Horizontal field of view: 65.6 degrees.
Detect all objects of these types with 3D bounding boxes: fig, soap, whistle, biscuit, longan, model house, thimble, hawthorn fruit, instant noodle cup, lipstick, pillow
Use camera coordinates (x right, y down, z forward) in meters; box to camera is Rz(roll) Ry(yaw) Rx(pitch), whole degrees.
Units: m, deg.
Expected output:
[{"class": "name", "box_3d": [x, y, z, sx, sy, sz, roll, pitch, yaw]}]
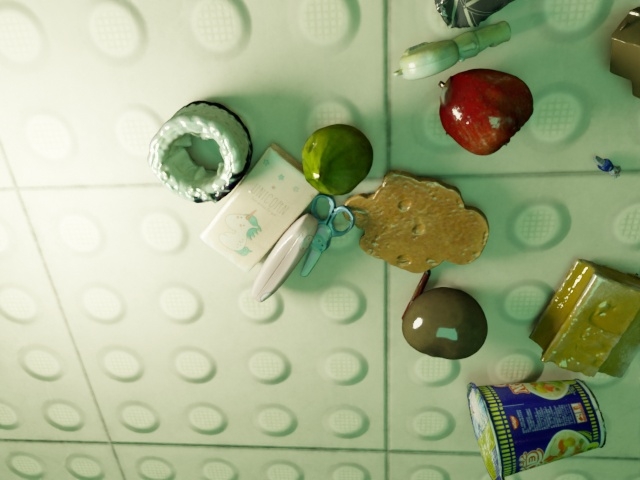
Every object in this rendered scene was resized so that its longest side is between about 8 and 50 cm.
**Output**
[{"class": "fig", "box_3d": [0.020, -0.184, 1.139, 0.167, 0.234, 0.166, 8, 102, 42]}, {"class": "soap", "box_3d": [0.743, 0.214, 1.315, 0.260, 0.143, 0.280, 15, 113, -5]}, {"class": "whistle", "box_3d": [0.273, -0.401, 1.046, 0.258, 0.126, 0.067, -19, 114, 1]}, {"class": "biscuit", "box_3d": [0.238, -0.041, 1.269, 0.376, 0.051, 0.269, 16, 121, 1]}, {"class": "longan", "box_3d": [0.328, 0.218, 1.319, 0.220, 0.196, 0.196, -4, 118, 16]}, {"class": "model house", "box_3d": [0.730, -0.417, 0.990, 0.248, 0.181, 0.176, -50, 148, -1]}, {"class": "whistle", "box_3d": [0.677, -0.177, 1.171, 0.083, 0.029, 0.033, 28, 80, -15]}, {"class": "thimble", "box_3d": [-0.285, -0.208, 1.178, 0.238, 0.150, 0.237, 3, 118, 5]}, {"class": "hawthorn fruit", "box_3d": [0.339, -0.285, 1.069, 0.202, 0.185, 0.185, 34, 117, 7]}, {"class": "instant noodle cup", "box_3d": [0.618, 0.525, 1.431, 0.313, 0.284, 0.284, -11, 116, 2]}, {"class": "lipstick", "box_3d": [0.269, 0.154, 1.388, 0.027, 0.027, 0.176, 17, 117, -4]}, {"class": "pillow", "box_3d": [0.380, -0.545, 0.966, 0.335, 0.092, 0.161, -24, 116, 18]}]

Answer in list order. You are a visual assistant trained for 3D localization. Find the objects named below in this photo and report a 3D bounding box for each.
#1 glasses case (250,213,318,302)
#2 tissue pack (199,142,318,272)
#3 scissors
[{"class": "glasses case", "box_3d": [-0.097, 0.050, 1.301, 0.075, 0.113, 0.296, 36, 124, -2]}, {"class": "tissue pack", "box_3d": [-0.155, -0.077, 1.279, 0.170, 0.071, 0.325, 37, 114, -12]}, {"class": "scissors", "box_3d": [0.000, 0.000, 1.315, 0.125, 0.030, 0.256, 35, 125, 16]}]
